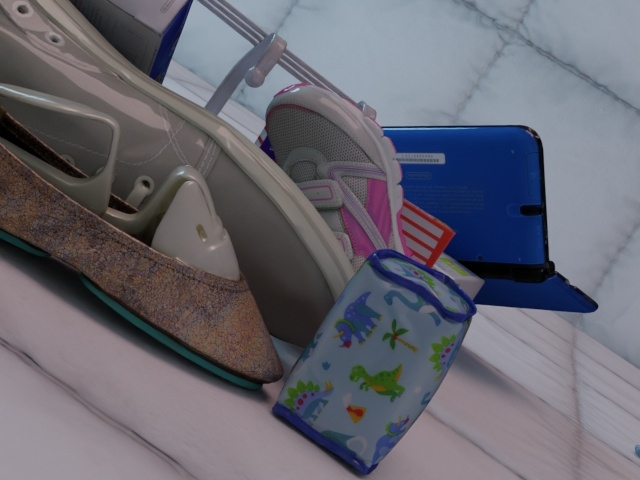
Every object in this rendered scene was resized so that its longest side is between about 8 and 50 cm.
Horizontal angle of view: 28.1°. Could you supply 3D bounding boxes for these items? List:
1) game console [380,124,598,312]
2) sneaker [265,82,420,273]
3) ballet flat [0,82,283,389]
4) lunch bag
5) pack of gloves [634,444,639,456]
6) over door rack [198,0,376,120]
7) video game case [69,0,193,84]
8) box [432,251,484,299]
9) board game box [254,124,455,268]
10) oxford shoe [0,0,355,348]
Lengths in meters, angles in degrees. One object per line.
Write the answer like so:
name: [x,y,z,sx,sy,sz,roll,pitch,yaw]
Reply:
game console: [0.164,-0.022,1.527,0.293,0.250,0.173,3,14,34]
sneaker: [0.010,-0.005,1.040,0.111,0.103,0.252,-23,91,-44]
ballet flat: [-0.138,-0.018,0.825,0.316,0.106,0.107,32,7,-13]
lunch bag: [0.044,0.077,0.887,0.096,0.129,0.151,35,8,12]
pack of gloves: [0.519,0.327,1.636,0.232,0.046,0.195,32,8,-13]
over door rack: [-0.122,-0.128,1.259,0.239,0.108,0.324,37,-23,-18]
video game case: [-0.245,-0.183,1.066,0.244,0.061,0.269,32,-31,-3]
box: [0.086,0.052,1.349,0.114,0.103,0.203,36,7,13]
board game box: [0.000,0.000,1.149,0.193,0.146,0.045,31,7,-13]
oxford shoe: [-0.165,-0.056,0.948,0.449,0.130,0.169,40,-38,-1]
